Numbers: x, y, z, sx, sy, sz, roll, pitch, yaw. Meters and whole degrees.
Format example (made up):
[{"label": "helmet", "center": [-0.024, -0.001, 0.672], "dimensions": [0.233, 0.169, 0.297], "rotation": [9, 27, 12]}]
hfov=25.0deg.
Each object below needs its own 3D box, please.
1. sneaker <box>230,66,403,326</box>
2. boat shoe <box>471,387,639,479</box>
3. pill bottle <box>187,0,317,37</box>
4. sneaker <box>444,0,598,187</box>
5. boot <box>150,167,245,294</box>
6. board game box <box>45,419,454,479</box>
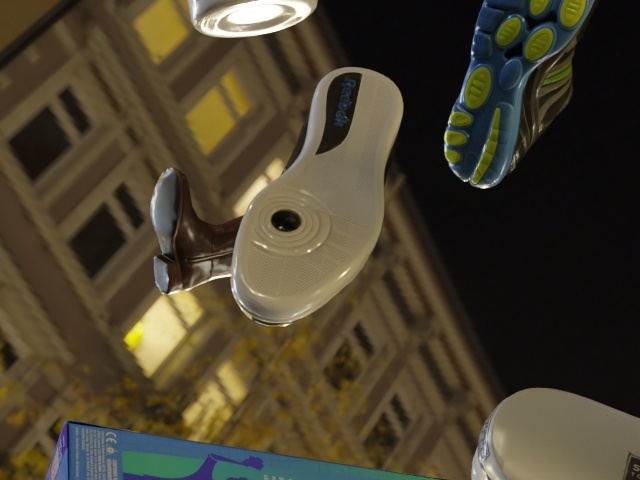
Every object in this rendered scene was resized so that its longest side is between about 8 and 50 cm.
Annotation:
[{"label": "sneaker", "center": [0.000, 0.000, 0.919], "dimensions": [0.079, 0.217, 0.121], "rotation": [19, -42, 7]}, {"label": "boat shoe", "center": [0.214, 0.173, 0.839], "dimensions": [0.268, 0.096, 0.088], "rotation": [18, -31, 3]}, {"label": "pill bottle", "center": [-0.061, -0.242, 1.053], "dimensions": [0.094, 0.094, 0.169], "rotation": [-19, -101, 46]}, {"label": "sneaker", "center": [0.140, -0.124, 0.975], "dimensions": [0.067, 0.078, 0.188], "rotation": [33, -56, 19]}, {"label": "boot", "center": [-0.071, -0.016, 1.092], "dimensions": [0.037, 0.114, 0.106], "rotation": [39, -48, 42]}, {"label": "board game box", "center": [-0.017, 0.165, 0.646], "dimensions": [0.210, 0.160, 0.047], "rotation": [12, -57, -17]}]
